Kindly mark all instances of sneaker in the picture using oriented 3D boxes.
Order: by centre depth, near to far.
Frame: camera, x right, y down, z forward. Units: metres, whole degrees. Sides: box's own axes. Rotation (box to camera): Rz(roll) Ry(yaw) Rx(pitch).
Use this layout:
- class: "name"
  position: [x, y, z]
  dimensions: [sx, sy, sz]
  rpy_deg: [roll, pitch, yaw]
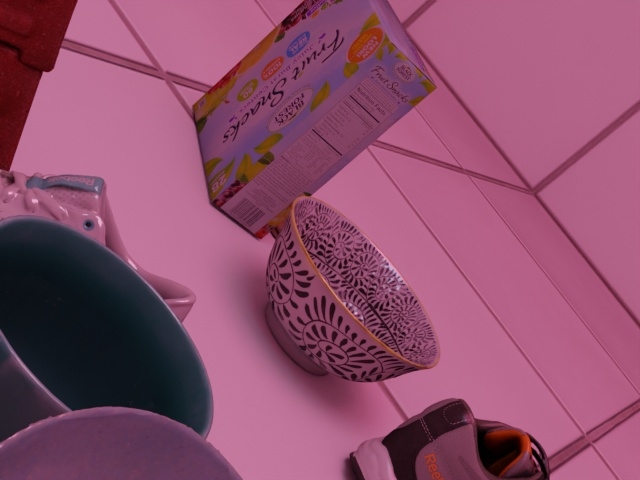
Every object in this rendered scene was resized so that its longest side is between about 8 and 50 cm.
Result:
- class: "sneaker"
  position: [-0.159, -0.012, 0.577]
  dimensions: [0.212, 0.094, 0.080]
  rpy_deg: [41, 20, -22]
- class: "sneaker"
  position: [0.143, 0.201, 0.839]
  dimensions: [0.271, 0.108, 0.100]
  rpy_deg: [35, 20, -41]

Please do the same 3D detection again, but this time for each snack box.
- class: "snack box"
  position: [-0.013, -0.128, 0.980]
  dimensions: [0.070, 0.207, 0.174]
  rpy_deg: [37, 22, -33]

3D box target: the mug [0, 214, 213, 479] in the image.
- class: "mug"
  position: [-0.135, 0.062, 0.474]
  dimensions: [0.158, 0.097, 0.129]
  rpy_deg: [36, 22, -34]

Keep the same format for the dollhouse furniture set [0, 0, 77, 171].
- class: "dollhouse furniture set"
  position: [-0.310, -0.209, 0.608]
  dimensions: [0.374, 0.152, 0.201]
  rpy_deg: [24, 26, -18]

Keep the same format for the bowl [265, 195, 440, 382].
- class: "bowl"
  position: [0.010, 0.054, 0.866]
  dimensions: [0.170, 0.080, 0.170]
  rpy_deg: [43, 18, -17]

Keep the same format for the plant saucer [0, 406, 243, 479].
- class: "plant saucer"
  position: [-0.087, 0.158, 0.393]
  dimensions: [0.195, 0.037, 0.195]
  rpy_deg: [13, 73, -49]

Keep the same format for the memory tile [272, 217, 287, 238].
- class: "memory tile"
  position: [0.000, 0.000, 1.069]
  dimensions: [0.113, 0.012, 0.148]
  rpy_deg: [46, 17, -11]
